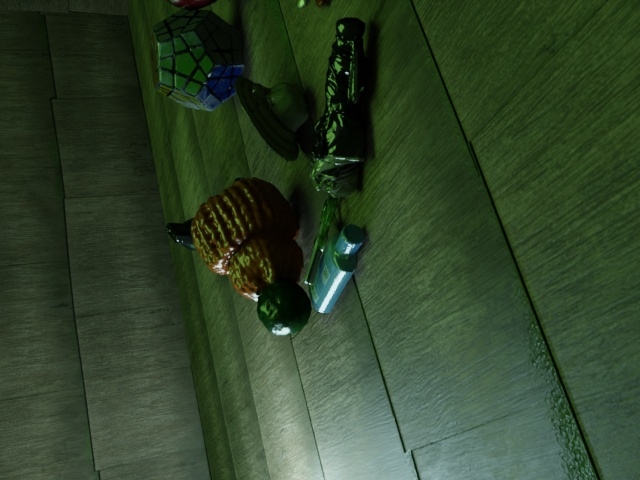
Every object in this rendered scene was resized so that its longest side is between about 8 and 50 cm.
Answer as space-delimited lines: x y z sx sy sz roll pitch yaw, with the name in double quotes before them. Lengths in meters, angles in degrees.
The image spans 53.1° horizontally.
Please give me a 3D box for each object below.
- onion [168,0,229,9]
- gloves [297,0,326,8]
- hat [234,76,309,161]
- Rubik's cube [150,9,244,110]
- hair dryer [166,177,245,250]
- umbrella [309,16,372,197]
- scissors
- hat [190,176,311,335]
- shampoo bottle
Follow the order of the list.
"onion" -0.341 -0.824 1.910 0.314 0.232 0.314 -27 50 37
"gloves" -0.028 -0.621 1.382 0.218 0.131 0.140 59 163 -23
"hat" -0.088 -0.321 1.552 0.110 0.252 0.252 -33 57 19
"Rubik's cube" -0.388 -0.565 2.011 0.264 0.319 0.319 47 144 16
"hair dryer" -0.351 -0.091 2.104 0.116 0.244 0.302 55 129 39
"umbrella" 0.042 -0.260 1.289 0.106 0.113 0.357 -93 8 -64
"scissors" 0.000 0.000 1.447 0.101 0.027 0.204 135 150 -78
"hat" -0.124 0.037 1.619 0.400 0.285 0.285 45 140 24
"shampoo bottle" 0.035 0.058 1.437 0.258 0.061 0.104 116 149 -51
